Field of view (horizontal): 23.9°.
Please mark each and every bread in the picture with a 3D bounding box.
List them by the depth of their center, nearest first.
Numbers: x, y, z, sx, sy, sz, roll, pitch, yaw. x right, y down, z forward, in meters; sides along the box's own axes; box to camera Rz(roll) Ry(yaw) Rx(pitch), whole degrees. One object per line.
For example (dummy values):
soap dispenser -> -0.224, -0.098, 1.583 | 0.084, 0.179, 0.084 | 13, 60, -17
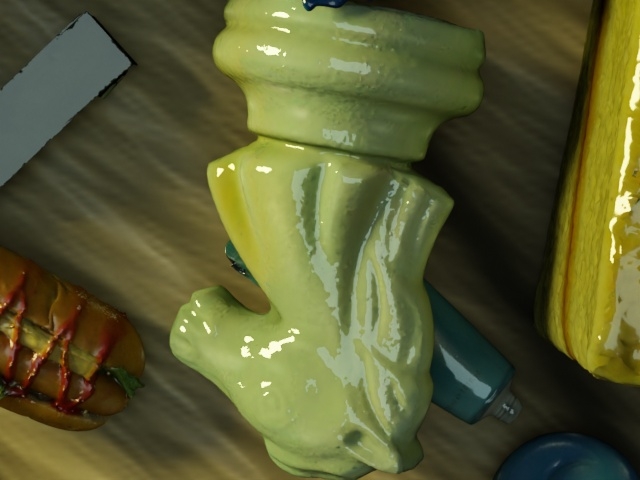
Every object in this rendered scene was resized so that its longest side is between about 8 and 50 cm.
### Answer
bread -> 0.267, -0.085, 0.911 | 0.245, 0.233, 0.361 | 8, 92, 0

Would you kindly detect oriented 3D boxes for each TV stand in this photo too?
TV stand -> -0.232, -0.048, 1.013 | 0.256, 0.040, 0.049 | -43, 93, 2

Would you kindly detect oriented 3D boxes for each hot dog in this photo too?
hot dog -> -0.232, 0.048, 0.975 | 0.250, 0.076, 0.104 | 32, 100, -18

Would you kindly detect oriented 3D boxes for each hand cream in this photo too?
hand cream -> 0.044, 0.046, 1.018 | 0.224, 0.048, 0.083 | 38, 88, 3

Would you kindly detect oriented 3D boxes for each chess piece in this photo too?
chess piece -> 0.000, 0.000, 0.950 | 0.176, 0.176, 0.298 | 8, 93, 0

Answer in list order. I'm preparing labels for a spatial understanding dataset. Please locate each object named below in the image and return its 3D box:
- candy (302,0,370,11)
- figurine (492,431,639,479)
candy -> 0.026, -0.282, 0.933 | 0.187, 0.077, 0.331 | -18, 64, -2
figurine -> 0.030, 0.273, 0.942 | 0.416, 0.298, 0.243 | -19, 59, -1
